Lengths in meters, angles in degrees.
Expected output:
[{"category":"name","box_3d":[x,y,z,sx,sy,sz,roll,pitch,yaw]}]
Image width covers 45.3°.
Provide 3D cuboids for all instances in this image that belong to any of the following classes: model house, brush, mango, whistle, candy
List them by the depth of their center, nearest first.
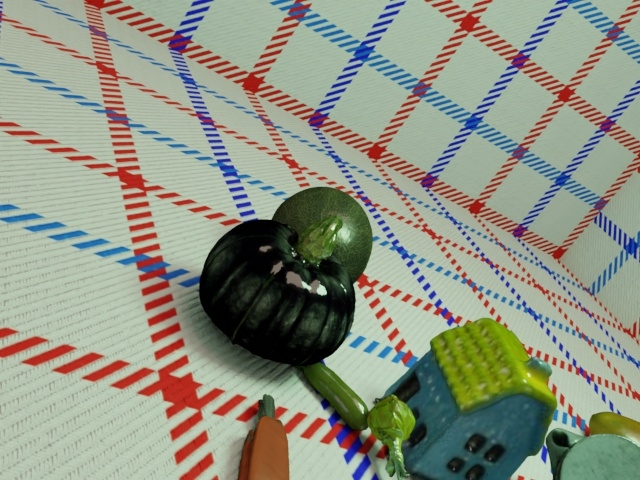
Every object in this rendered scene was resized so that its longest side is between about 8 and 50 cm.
[{"category":"brush","box_3d":[-0.078,0.314,1.078,0.070,0.051,0.323,28,19,-15]},{"category":"candy","box_3d":[0.127,0.372,1.255,0.262,0.077,0.073,-96,160,-47]},{"category":"model house","box_3d":[0.287,0.298,1.405,0.215,0.303,0.237,36,16,-20]},{"category":"whistle","box_3d":[0.538,0.541,1.411,0.168,0.188,0.404,73,13,-58]},{"category":"mango","box_3d":[0.822,0.545,1.993,0.255,0.139,0.175,28,6,1]}]

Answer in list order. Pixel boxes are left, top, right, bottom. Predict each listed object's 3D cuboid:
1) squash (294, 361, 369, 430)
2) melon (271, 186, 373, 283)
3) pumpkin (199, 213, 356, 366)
[{"category":"squash","box_3d":[0.024,0.270,1.380,0.183,0.052,0.052,43,19,28]},{"category":"melon","box_3d":[0.000,0.000,1.702,0.237,0.237,0.301,34,17,-6]},{"category":"pumpkin","box_3d":[-0.058,0.072,1.364,0.296,0.296,0.296,32,18,-12]}]
